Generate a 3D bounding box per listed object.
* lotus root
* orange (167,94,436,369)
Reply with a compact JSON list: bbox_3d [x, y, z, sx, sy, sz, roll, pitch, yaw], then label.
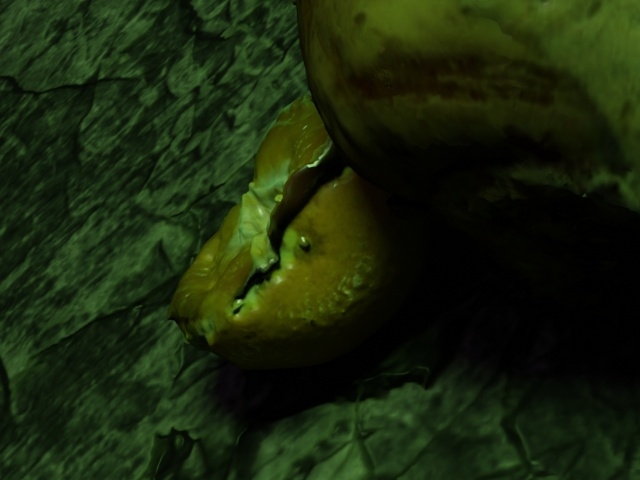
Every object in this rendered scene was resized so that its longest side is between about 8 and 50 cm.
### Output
[{"bbox_3d":[0.106,-0.078,0.675,0.272,0.272,0.192,-11,50,37],"label":"lotus root"},{"bbox_3d":[0.000,0.000,0.813,0.160,0.112,0.170,-66,6,-26],"label":"orange"}]
